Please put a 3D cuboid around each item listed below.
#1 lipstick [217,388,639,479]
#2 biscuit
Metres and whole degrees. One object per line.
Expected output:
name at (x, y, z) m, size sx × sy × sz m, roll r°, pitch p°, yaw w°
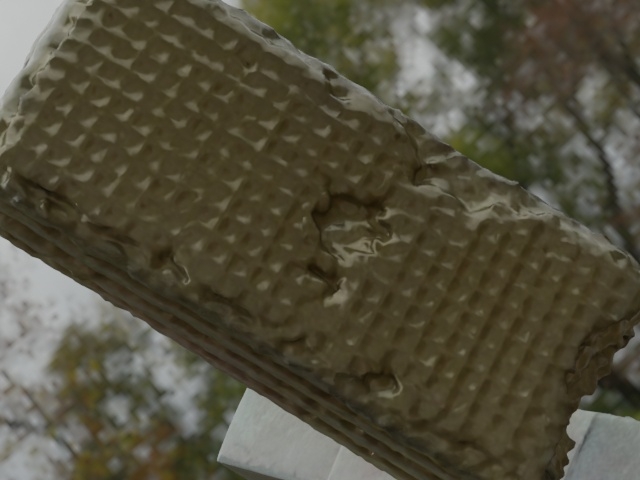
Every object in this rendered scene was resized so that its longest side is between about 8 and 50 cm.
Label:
lipstick at (0.079, 0.127, 1.011) m, size 0.080 × 0.371 × 0.076 m, roll 32°, pitch -105°, yaw -31°
biscuit at (0.000, 0.000, 0.641) m, size 0.108 × 0.239 × 0.062 m, roll -60°, pitch 7°, yaw -22°
